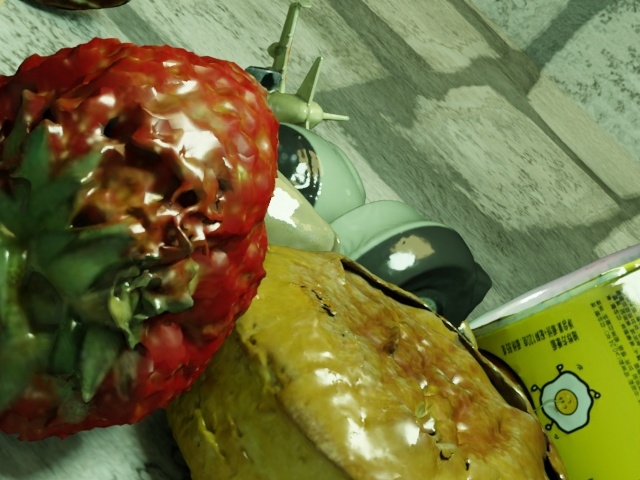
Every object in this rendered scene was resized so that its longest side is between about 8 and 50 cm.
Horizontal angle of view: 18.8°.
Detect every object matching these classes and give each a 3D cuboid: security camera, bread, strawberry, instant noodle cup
[{"bbox_3d":[0.000,0.000,1.851,0.277,0.197,0.191,48,12,33],"label":"security camera"},{"bbox_3d":[0.039,0.169,1.546,0.337,0.204,0.358,13,31,-49],"label":"bread"},{"bbox_3d":[-0.158,-0.006,1.422,0.267,0.312,0.351,58,5,2],"label":"strawberry"},{"bbox_3d":[0.279,0.150,1.753,0.254,0.326,0.325,66,21,0],"label":"instant noodle cup"}]

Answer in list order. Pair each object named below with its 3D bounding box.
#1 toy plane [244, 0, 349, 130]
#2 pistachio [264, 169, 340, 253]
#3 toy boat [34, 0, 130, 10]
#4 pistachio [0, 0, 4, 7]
[{"bbox_3d":[-0.053,-0.134,2.073,0.104,0.242,0.256,5,0,-30],"label":"toy plane"},{"bbox_3d":[-0.098,-0.023,1.705,0.238,0.153,0.138,10,-3,13],"label":"pistachio"},{"bbox_3d":[-0.298,-0.323,2.054,0.262,0.114,0.115,28,19,-35],"label":"toy boat"},{"bbox_3d":[-0.385,-0.256,1.762,0.200,0.117,0.145,36,57,-38],"label":"pistachio"}]
